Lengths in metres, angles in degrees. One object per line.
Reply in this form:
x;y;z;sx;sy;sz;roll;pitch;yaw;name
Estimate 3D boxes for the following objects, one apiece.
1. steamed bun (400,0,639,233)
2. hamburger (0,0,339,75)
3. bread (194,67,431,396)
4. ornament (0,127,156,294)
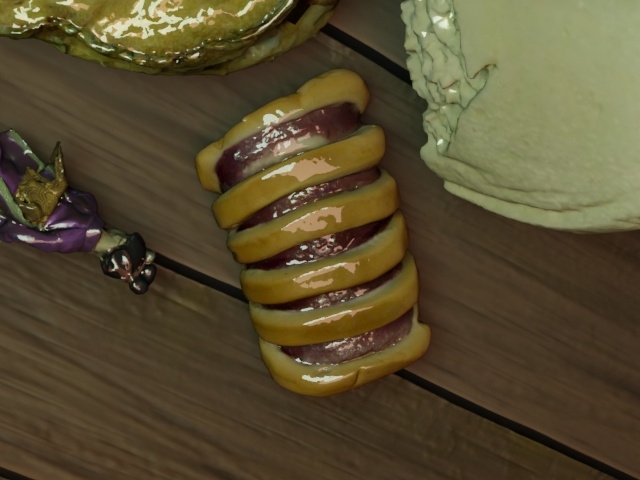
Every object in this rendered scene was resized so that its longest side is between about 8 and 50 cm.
0.210;-0.127;0.760;0.290;0.273;0.272;-32;137;-18;steamed bun
-0.096;-0.238;0.712;0.284;0.134;0.266;11;109;-9;hamburger
0.000;0.000;0.827;0.134;0.081;0.225;-20;110;-5;bread
-0.195;-0.033;0.778;0.203;0.081;0.088;40;96;-22;ornament
